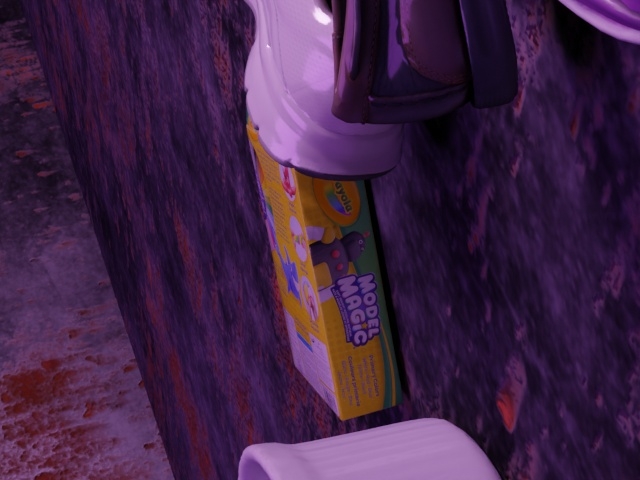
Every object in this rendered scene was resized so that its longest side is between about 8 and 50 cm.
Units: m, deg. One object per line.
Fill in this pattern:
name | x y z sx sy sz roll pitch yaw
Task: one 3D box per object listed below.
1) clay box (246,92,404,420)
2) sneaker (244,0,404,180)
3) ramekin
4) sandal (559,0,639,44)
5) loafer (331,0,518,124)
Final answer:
clay box | 0.000 0.000 1.212 0.127 0.053 0.222 -139 38 -69
sneaker | -0.008 -0.179 0.993 0.297 0.111 0.129 64 148 28
ramekin | 0.052 0.245 1.084 0.277 0.135 0.277 165 90 -77
sandal | 0.100 -0.128 0.519 0.416 0.102 0.169 -142 41 -72
loafer | 0.016 -0.180 0.735 0.096 0.084 0.267 -26 -79 -87
